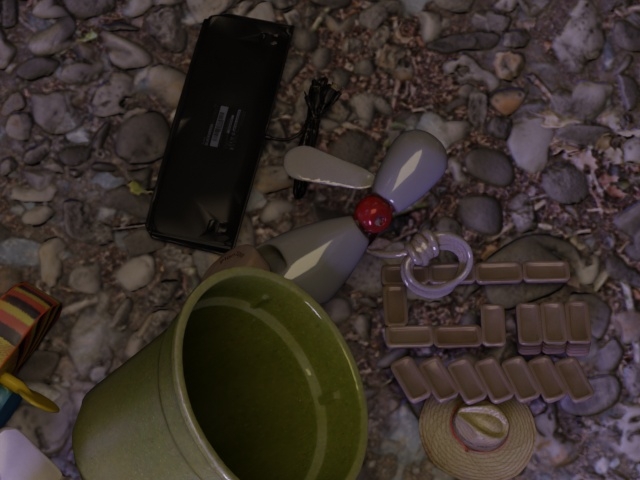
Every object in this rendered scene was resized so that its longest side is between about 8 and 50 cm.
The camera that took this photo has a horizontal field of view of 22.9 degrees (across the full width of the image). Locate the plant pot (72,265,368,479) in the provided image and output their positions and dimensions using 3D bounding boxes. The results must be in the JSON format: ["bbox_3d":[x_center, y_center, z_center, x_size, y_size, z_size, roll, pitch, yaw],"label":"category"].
[{"bbox_3d":[-0.133,0.201,1.758,0.276,0.254,0.276,26,51,-37],"label":"plant pot"}]

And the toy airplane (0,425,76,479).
[{"bbox_3d":[-0.407,0.392,1.731,0.384,0.272,0.386,5,66,-32],"label":"toy airplane"}]

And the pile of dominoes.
[{"bbox_3d":[0.201,0.118,1.923,0.251,0.040,0.196,-1,57,2],"label":"pile of dominoes"}]

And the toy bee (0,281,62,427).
[{"bbox_3d":[-0.398,0.175,1.832,0.195,0.162,0.298,11,74,0],"label":"toy bee"}]

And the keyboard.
[{"bbox_3d":[-0.088,-0.131,1.998,0.202,0.033,0.317,12,74,9],"label":"keyboard"}]

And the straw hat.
[{"bbox_3d":[0.192,0.219,1.886,0.145,0.061,0.144,0,74,-1],"label":"straw hat"}]

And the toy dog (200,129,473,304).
[{"bbox_3d":[0.000,0.000,1.901,0.334,0.161,0.220,-26,115,-16],"label":"toy dog"}]
